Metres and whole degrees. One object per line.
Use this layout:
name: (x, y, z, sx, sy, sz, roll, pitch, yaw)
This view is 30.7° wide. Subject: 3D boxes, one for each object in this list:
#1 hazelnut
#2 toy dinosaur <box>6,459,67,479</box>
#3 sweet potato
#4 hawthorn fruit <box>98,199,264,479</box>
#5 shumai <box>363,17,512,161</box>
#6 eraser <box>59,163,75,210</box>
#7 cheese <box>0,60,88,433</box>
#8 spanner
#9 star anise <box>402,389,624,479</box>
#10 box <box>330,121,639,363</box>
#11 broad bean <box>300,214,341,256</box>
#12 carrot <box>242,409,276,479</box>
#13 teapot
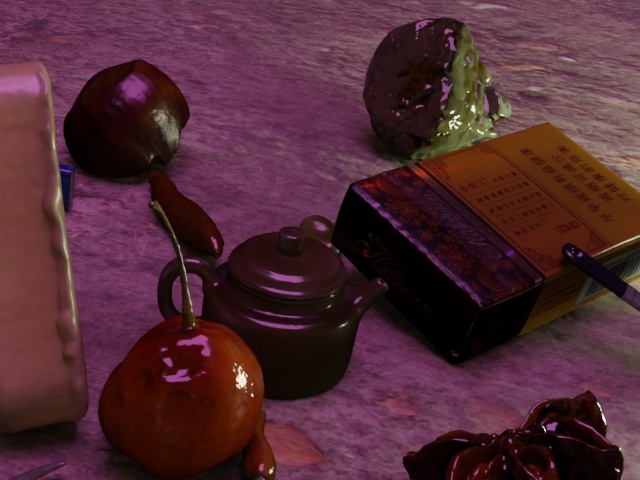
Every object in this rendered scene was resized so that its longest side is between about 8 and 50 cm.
hazelnut: (-0.300, -0.183, 1.792, 0.170, 0.160, 0.201, 21, 66, 46)
toy dinosaur: (-0.310, 0.257, 1.077, 0.187, 0.044, 0.106, 4, 39, -37)
sweet potato: (-0.197, -0.039, 1.637, 0.057, 0.057, 0.264, -8, 31, -29)
hawthorn fruit: (-0.133, 0.098, 1.159, 0.165, 0.285, 0.165, 7, 18, -2)
shumai: (0.207, -0.242, 2.014, 0.189, 0.256, 0.218, 1, -16, 43)
eraser: (-0.391, -0.080, 1.641, 0.085, 0.063, 0.027, 10, 29, 0)
cheese: (-0.326, 0.039, 1.258, 0.104, 0.384, 0.384, -7, 32, -18)
spanner: (0.434, 0.100, 1.477, 0.316, 0.024, 0.087, 34, 29, -6)
star anise: (0.199, 0.238, 1.184, 0.220, 0.126, 0.190, -14, 24, 16)
box: (0.250, -0.012, 1.590, 0.415, 0.116, 0.264, -21, 53, -37)
broad bean: (0.000, 0.000, 1.638, 0.063, 0.045, 0.083, -4, 38, -21)
carrot: (-0.066, 0.217, 1.227, 0.035, 0.035, 0.142, 5, 24, -9)
teapot: (-0.056, 0.064, 1.365, 0.268, 0.175, 0.185, 6, 26, -5)
